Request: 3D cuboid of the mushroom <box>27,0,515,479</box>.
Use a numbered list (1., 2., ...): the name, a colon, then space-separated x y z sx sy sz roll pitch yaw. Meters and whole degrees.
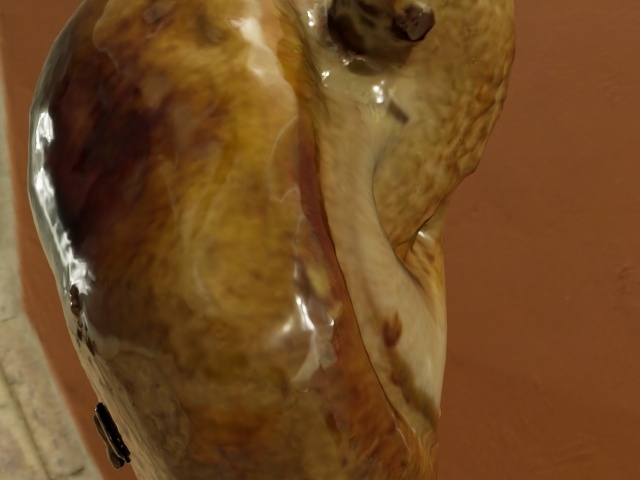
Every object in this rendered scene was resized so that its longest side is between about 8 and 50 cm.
1. mushroom: 0.000 0.000 0.606 0.260 0.345 0.345 -17 -89 12
